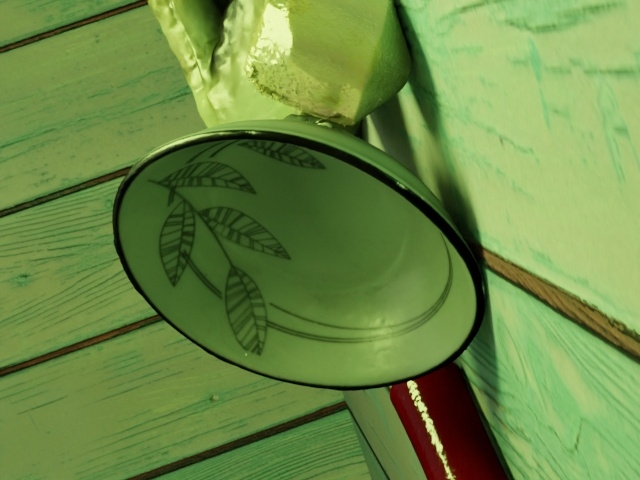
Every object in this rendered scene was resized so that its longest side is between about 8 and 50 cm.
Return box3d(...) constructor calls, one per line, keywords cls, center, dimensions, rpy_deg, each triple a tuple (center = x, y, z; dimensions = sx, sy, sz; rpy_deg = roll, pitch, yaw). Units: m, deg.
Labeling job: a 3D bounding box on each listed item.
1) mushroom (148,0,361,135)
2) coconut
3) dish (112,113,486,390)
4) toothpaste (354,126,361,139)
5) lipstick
box3d(cls="mushroom", center=(-0.031, -0.217, 1.292), dimensions=(0.292, 0.217, 0.212), rpy_deg=(54, 130, 11))
box3d(cls="coconut", center=(0.011, -0.146, 1.073), dimensions=(0.116, 0.122, 0.116), rpy_deg=(-160, 90, -88))
box3d(cls="dish", center=(-0.009, -0.007, 1.169), dimensions=(0.316, 0.316, 0.106), rpy_deg=(75, -154, -45))
box3d(cls="toothpaste", center=(0.022, -0.113, 1.535), dimensions=(0.069, 0.047, 0.268), rpy_deg=(50, 172, 17))
box3d(cls="lipstick", center=(0.137, 0.223, 1.320), dimensions=(0.080, 0.080, 0.241), rpy_deg=(76, 173, -50))
